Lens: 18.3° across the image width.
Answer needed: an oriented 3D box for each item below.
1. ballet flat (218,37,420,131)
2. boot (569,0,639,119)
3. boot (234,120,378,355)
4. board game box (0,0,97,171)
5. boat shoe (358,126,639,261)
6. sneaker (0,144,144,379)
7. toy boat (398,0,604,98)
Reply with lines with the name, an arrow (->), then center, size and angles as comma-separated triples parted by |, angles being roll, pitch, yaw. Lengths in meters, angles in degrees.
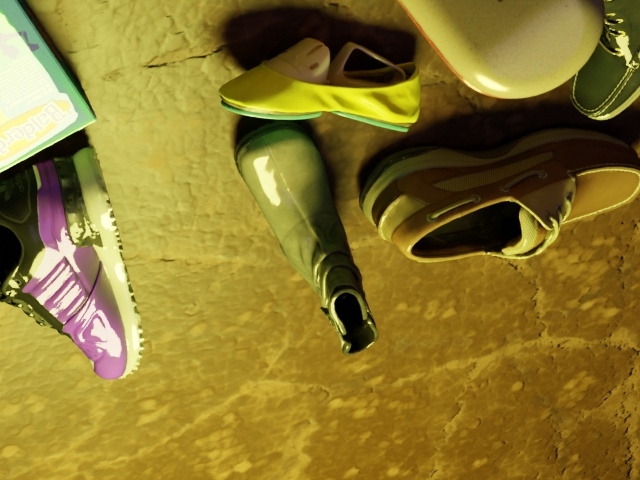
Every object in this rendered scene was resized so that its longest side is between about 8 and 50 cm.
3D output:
ballet flat -> 0.005, -0.155, 1.908 | 0.231, 0.077, 0.077 | 4, 111, -37
boot -> 0.276, -0.221, 1.935 | 0.178, 0.085, 0.236 | -7, 134, -50
boot -> 0.000, 0.000, 1.995 | 0.083, 0.161, 0.246 | -27, 142, -1
board game box -> -0.311, -0.143, 1.745 | 0.160, 0.047, 0.210 | -28, 141, 0
boat shoe -> 0.202, -0.032, 2.110 | 0.324, 0.120, 0.123 | -9, 139, -22
sneaker -> -0.263, 0.033, 1.942 | 0.146, 0.102, 0.293 | -15, 136, -8
toy boat -> 0.149, -0.237, 1.762 | 0.151, 0.151, 0.231 | -36, 99, 12
